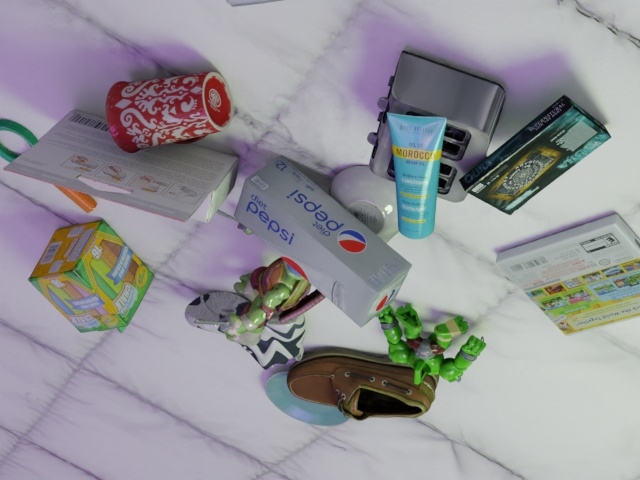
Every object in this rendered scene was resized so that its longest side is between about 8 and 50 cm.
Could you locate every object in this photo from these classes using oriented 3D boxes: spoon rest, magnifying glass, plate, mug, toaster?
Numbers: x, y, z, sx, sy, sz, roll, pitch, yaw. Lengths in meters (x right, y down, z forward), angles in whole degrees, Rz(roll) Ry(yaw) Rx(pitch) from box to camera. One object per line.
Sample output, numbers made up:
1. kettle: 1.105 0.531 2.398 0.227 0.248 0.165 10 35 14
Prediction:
1. spoon rest: 0.075 -0.009 1.961 0.137 0.084 0.276 13 128 10
2. magnifying glass: -0.490 -0.128 2.118 0.231 0.026 0.092 41 139 -24
3. plate: -0.021 0.314 2.427 0.188 0.024 0.188 14 142 11
4. mug: -0.221 -0.205 1.853 0.169 0.150 0.113 -7 96 26
5. toaster: 0.167 -0.156 1.694 0.185 0.110 0.168 20 143 2

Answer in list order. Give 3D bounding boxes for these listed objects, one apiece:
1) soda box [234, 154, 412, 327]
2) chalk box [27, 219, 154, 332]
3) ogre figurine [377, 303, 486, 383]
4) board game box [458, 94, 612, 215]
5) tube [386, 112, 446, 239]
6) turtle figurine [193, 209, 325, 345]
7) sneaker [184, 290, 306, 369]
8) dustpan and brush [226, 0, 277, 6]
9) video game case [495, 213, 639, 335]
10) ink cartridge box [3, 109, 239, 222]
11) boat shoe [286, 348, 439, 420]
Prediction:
1. soda box: 0.000 0.000 1.889 0.286 0.091 0.098 41 141 16
2. chalk box: -0.414 0.085 2.252 0.132 0.132 0.213 -11 133 35
3. ogre figurine: 0.186 0.185 2.113 0.197 0.097 0.118 6 130 2
4. board game box: 0.296 -0.113 1.651 0.186 0.026 0.126 -39 145 22
5. tube: 0.134 -0.093 1.663 0.080 0.052 0.207 3 134 8
6. turtle figurine: -0.132 0.064 2.037 0.274 0.198 0.266 -13 160 -22
7. sneaker: -0.135 0.182 2.262 0.235 0.094 0.153 -1 130 12
8. dustpan and brush: -0.120 -0.408 1.582 0.147 0.060 0.211 3 147 42
9. video game case: 0.427 0.060 1.900 0.227 0.026 0.206 -22 125 41
10. ink cartridge box: -0.306 -0.097 1.873 0.296 0.261 0.066 17 120 7
11. boat shoe: 0.066 0.278 2.258 0.307 0.104 0.111 -5 130 25
